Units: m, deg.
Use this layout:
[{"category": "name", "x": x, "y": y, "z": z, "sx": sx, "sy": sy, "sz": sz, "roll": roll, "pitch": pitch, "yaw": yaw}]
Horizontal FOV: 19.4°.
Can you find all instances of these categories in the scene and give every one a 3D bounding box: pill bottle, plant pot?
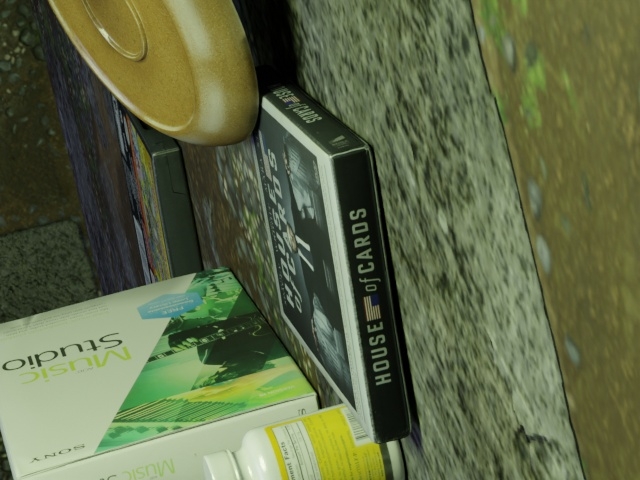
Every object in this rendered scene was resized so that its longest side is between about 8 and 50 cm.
[{"category": "pill bottle", "x": -0.011, "y": 0.141, "z": 1.161, "sx": 0.065, "sy": 0.116, "sz": 0.065, "roll": 166, "pitch": 90, "yaw": -80}, {"category": "plant pot", "x": -0.127, "y": -0.156, "z": 1.212, "sx": 0.236, "sy": 0.032, "sz": 0.236, "roll": 44, "pitch": 155, "yaw": 26}]

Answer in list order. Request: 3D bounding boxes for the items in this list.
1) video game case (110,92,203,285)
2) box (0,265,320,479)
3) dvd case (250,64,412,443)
[{"category": "video game case", "x": -0.163, "y": -0.012, "z": 1.955, "sx": 0.248, "sy": 0.035, "sz": 0.275, "roll": -125, "pitch": 24, "yaw": -62}, {"category": "box", "x": -0.147, "y": 0.118, "z": 1.513, "sx": 0.322, "sy": 0.232, "sz": 0.058, "roll": -131, "pitch": 28, "yaw": -66}, {"category": "dvd case", "x": 0.000, "y": 0.000, "z": 1.160, "sx": 0.239, "sy": 0.029, "sz": 0.179, "roll": -134, "pitch": 32, "yaw": -68}]
